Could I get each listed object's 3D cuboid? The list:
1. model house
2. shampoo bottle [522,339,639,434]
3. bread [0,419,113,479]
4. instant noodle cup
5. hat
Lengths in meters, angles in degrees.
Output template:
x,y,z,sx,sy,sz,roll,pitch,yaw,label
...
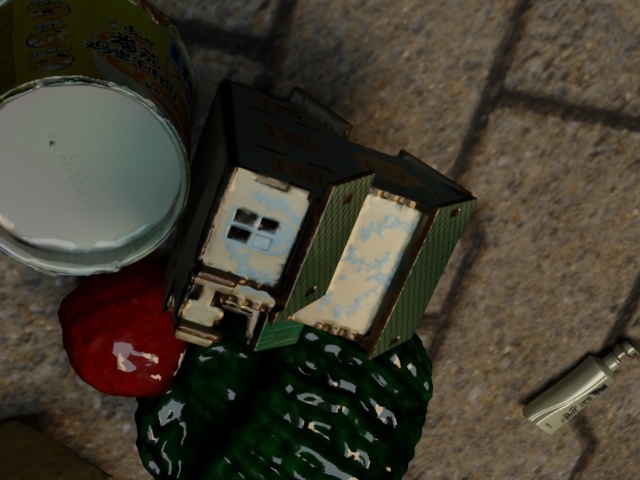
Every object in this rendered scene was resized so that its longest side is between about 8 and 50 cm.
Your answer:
x,y,z,sx,sy,sz,roll,pitch,yaw,label
0.000,0.000,0.746,0.206,0.271,0.178,16,107,-14,model house
0.289,0.159,1.068,0.141,0.034,0.049,-43,116,12,shampoo bottle
-0.299,0.297,0.862,0.240,0.178,0.135,-42,134,-37,bread
-0.186,-0.079,0.727,0.205,0.153,0.205,-6,122,-9,instant noodle cup
-0.085,0.141,0.876,0.332,0.242,0.274,31,74,-6,hat
